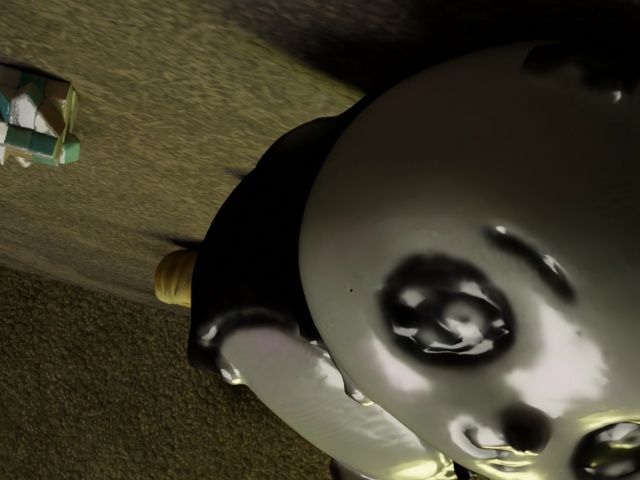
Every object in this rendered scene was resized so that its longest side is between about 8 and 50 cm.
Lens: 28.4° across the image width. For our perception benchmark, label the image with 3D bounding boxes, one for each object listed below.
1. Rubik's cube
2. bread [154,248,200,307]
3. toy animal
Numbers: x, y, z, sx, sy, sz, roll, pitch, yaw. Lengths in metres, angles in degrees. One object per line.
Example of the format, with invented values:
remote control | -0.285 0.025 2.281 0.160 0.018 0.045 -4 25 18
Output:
Rubik's cube | -0.231 -0.092 0.994 0.075 0.073 0.084 13 173 13
bread | -0.150 0.058 1.746 0.119 0.084 0.177 20 170 -35
toy animal | 0.085 0.014 0.653 0.251 0.251 0.310 21 159 -31
